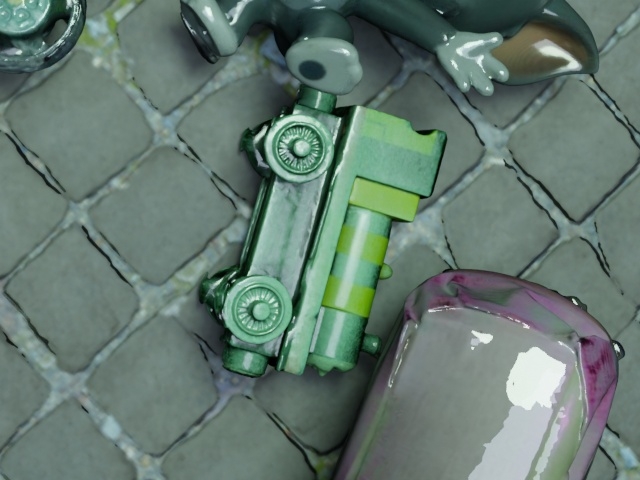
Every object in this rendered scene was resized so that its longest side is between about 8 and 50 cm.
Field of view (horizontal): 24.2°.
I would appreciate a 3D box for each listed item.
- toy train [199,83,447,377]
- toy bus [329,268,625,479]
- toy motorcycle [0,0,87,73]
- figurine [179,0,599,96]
[{"bbox_3d":[0.000,0.000,1.001,0.132,0.083,0.200,15,90,-16],"label":"toy train"},{"bbox_3d":[0.075,0.202,0.966,0.171,0.162,0.386,21,87,7],"label":"toy bus"},{"bbox_3d":[-0.150,-0.259,0.953,0.296,0.109,0.198,-43,90,-5],"label":"toy motorcycle"},{"bbox_3d":[0.052,-0.158,0.979,0.265,0.140,0.193,-28,75,3],"label":"figurine"}]
